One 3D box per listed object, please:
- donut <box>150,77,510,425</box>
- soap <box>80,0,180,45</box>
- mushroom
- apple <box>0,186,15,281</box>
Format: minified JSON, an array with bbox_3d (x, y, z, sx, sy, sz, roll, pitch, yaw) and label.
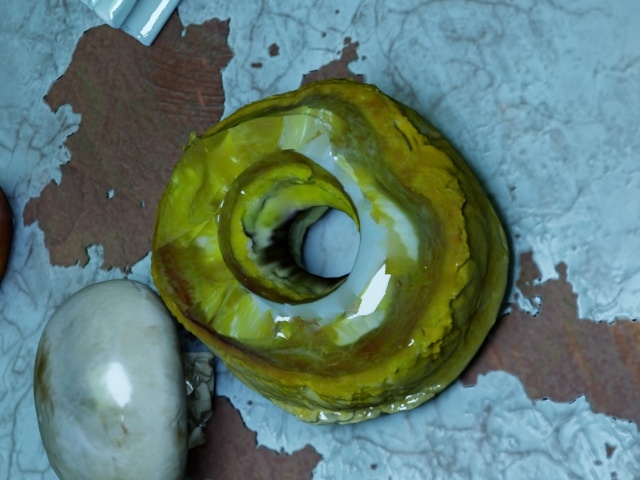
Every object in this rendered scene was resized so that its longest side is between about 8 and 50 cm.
[{"bbox_3d":[0.000,0.000,1.181,0.330,0.160,0.330,-8,70,22],"label":"donut"},{"bbox_3d":[-0.176,-0.364,1.404,0.160,0.087,0.265,40,100,31],"label":"soap"},{"bbox_3d":[-0.182,0.145,1.247,0.178,0.226,0.226,-13,67,-18],"label":"mushroom"},{"bbox_3d":[-0.433,0.008,1.429,0.199,0.199,0.199,-7,76,29],"label":"apple"}]
